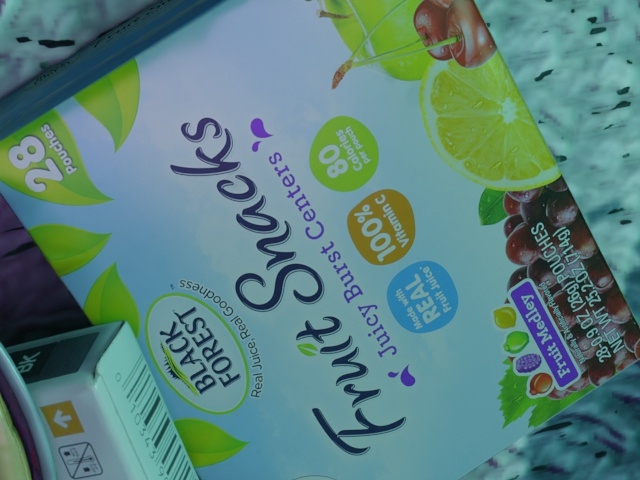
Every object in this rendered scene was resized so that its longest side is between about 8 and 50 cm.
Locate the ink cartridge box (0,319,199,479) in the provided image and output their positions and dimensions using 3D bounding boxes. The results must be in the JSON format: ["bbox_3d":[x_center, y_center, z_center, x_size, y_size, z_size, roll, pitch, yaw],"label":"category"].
[{"bbox_3d":[-0.126,0.145,0.513,0.208,0.045,0.206,-14,112,19],"label":"ink cartridge box"}]

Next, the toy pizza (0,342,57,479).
[{"bbox_3d":[-0.182,0.078,0.452,0.201,0.032,0.201,5,111,13],"label":"toy pizza"}]

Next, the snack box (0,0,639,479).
[{"bbox_3d":[0.000,0.000,0.516,0.174,0.070,0.207,-32,111,-5],"label":"snack box"}]
